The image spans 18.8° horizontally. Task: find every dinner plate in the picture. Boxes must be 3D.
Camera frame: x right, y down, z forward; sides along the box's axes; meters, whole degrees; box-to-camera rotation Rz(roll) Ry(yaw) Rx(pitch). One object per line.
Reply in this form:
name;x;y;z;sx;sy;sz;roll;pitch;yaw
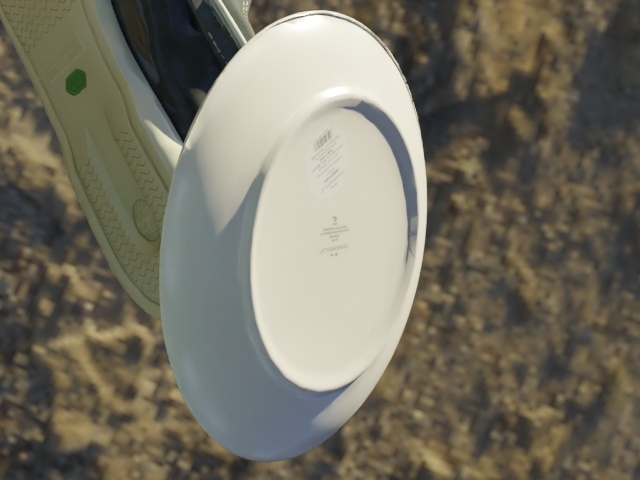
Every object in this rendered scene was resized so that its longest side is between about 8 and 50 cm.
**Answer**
dinner plate;0.000;0.000;0.598;0.141;0.017;0.141;-16;109;-54

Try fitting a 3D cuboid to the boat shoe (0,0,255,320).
boat shoe;-0.067;-0.089;0.696;0.079;0.084;0.233;-25;95;-35
